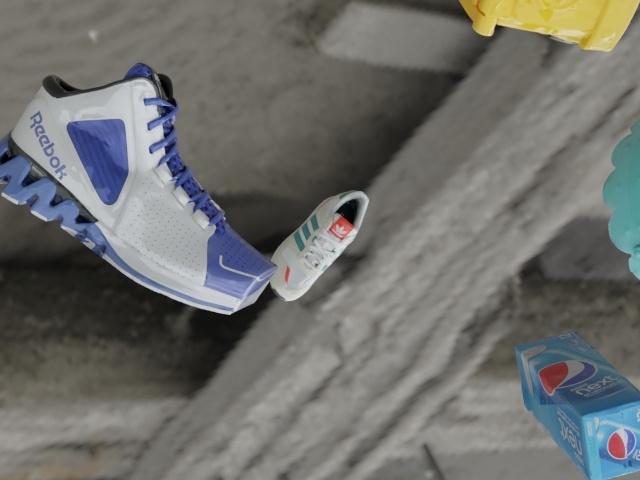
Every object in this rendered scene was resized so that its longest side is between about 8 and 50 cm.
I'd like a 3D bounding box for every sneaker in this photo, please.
[{"bbox_3d":[0.000,0.000,2.040,0.161,0.057,0.075,-51,-170,-28],"label":"sneaker"},{"bbox_3d":[-0.171,-0.070,1.735,0.182,0.316,0.127,-60,176,10],"label":"sneaker"}]

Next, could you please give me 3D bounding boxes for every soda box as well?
[{"bbox_3d":[0.250,0.155,1.681,0.067,0.210,0.071,-14,107,-8],"label":"soda box"}]

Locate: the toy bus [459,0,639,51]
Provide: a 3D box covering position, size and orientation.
[{"bbox_3d":[0.155,-0.274,1.523,0.212,0.220,0.149,-2,133,-18],"label":"toy bus"}]

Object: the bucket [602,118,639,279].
[{"bbox_3d":[0.516,-0.063,2.204,0.281,0.281,0.183,-9,172,-28],"label":"bucket"}]
